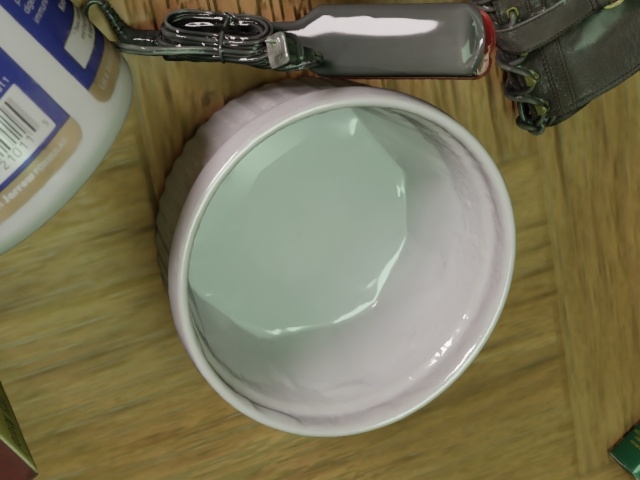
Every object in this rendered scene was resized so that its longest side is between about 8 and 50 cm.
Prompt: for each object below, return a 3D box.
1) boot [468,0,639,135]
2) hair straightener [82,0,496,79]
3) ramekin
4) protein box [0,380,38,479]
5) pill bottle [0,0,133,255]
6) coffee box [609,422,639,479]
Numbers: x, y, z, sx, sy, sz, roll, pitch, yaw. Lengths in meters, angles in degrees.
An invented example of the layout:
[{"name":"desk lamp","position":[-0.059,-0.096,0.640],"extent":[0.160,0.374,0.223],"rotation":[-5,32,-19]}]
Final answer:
[{"name":"boot","position":[0.099,-0.154,0.964],"extent":[0.263,0.091,0.229],"rotation":[-28,125,-2]},{"name":"hair straightener","position":[-0.023,-0.115,0.891],"extent":[0.230,0.089,0.047],"rotation":[7,94,11]},{"name":"ramekin","position":[0.000,0.000,0.967],"extent":[0.207,0.109,0.207],"rotation":[-8,112,-19]},{"name":"protein box","position":[-0.275,0.057,0.829],"extent":[0.136,0.200,0.201],"rotation":[-41,119,-2]},{"name":"pill bottle","position":[-0.230,-0.121,0.807],"extent":[0.153,0.153,0.264],"rotation":[-44,118,-1]},{"name":"coffee box","position":[0.306,0.128,1.172],"extent":[0.184,0.040,0.113],"rotation":[-45,118,-1]}]
